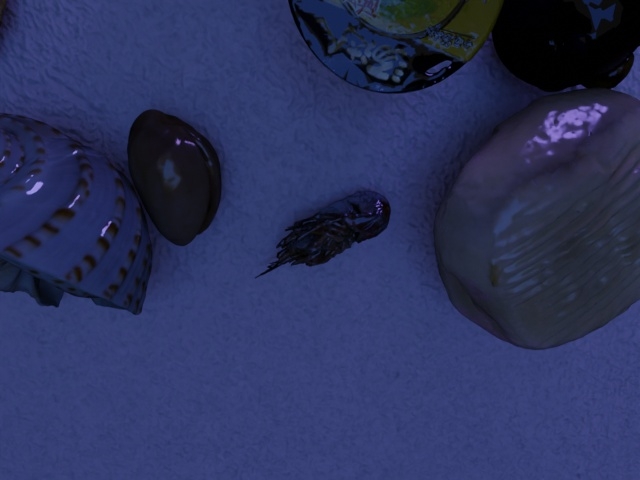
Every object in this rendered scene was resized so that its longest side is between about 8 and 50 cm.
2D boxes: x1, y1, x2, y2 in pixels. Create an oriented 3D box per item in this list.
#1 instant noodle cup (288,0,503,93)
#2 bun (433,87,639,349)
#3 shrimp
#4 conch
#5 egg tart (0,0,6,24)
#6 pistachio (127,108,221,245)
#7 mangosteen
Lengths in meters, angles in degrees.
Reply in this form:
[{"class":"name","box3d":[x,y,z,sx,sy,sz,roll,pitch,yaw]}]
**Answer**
[{"class":"instant noodle cup","box3d":[0.063,-0.277,0.524,0.215,0.236,0.216,-1,108,-4]},{"class":"bun","box3d":[0.306,-0.028,0.640,0.360,0.213,0.361,-8,117,-16]},{"class":"shrimp","box3d":[0.000,0.000,0.697,0.232,0.079,0.090,-31,145,9]},{"class":"conch","box3d":[-0.346,-0.027,0.587,0.302,0.319,0.215,17,75,8]},{"class":"egg tart","box3d":[-0.538,-0.331,0.527,0.314,0.120,0.315,-1,107,-4]},{"class":"pistachio","box3d":[-0.198,-0.084,0.633,0.124,0.124,0.185,-3,112,-3]},{"class":"mangosteen","box3d":[0.329,-0.276,0.584,0.230,0.194,0.194,23,106,-36]}]
